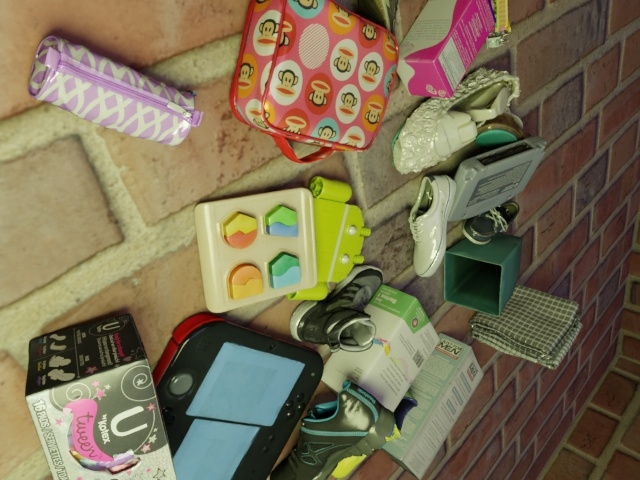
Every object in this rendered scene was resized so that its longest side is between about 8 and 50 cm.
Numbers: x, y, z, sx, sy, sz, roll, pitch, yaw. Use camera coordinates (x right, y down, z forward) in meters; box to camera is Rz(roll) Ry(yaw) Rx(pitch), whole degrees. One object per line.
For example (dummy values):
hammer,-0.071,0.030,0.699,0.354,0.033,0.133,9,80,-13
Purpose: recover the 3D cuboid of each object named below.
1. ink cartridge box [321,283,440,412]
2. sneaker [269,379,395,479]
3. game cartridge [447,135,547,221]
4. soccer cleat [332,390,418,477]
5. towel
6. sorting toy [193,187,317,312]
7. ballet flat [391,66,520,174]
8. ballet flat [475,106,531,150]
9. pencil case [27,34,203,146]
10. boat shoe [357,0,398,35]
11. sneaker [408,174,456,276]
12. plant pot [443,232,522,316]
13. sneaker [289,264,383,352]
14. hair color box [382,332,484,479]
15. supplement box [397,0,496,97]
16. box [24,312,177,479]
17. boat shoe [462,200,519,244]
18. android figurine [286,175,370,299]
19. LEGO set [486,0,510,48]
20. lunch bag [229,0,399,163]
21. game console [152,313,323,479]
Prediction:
ink cartridge box,0.147,0.281,1.205,0.278,0.117,0.201,-52,134,-18
sneaker,-0.003,0.425,1.070,0.341,0.139,0.125,-43,-176,18
game cartridge,0.449,-0.155,1.314,0.297,0.062,0.198,-21,149,-26
soccer cleat,0.136,0.487,1.270,0.289,0.121,0.093,-45,132,-24
towel,0.655,0.260,1.589,0.235,0.284,0.121,-37,127,-31
sorting toy,-0.102,0.016,0.860,0.208,0.038,0.193,-11,108,-25
ballet flat,0.331,-0.292,1.162,0.409,0.147,0.147,-42,131,-25
ballet flat,0.506,-0.299,1.365,0.342,0.116,0.124,11,77,-47
pencil case,-0.257,-0.184,0.641,0.206,0.088,0.086,11,95,-46
boat shoe,0.111,-0.435,0.922,0.073,0.080,0.223,-33,122,-26
sneaker,0.257,-0.038,1.230,0.091,0.094,0.258,6,97,-28
plant pot,0.485,0.073,1.445,0.234,0.166,0.165,-33,127,-42
sneaker,0.076,0.150,1.057,0.268,0.153,0.101,-30,125,-34
hair color box,0.324,0.483,1.466,0.374,0.113,0.185,-51,134,-18
supplement box,0.262,-0.424,1.056,0.220,0.111,0.114,-57,137,-12
box,-0.291,0.253,0.685,0.142,0.163,0.247,-16,111,-24
boat shoe,0.495,-0.057,1.426,0.254,0.095,0.079,-16,156,-42
android figurine,0.000,0.000,0.997,0.273,0.056,0.248,9,99,-45
LEGO set,0.367,-0.580,1.139,0.132,0.107,0.287,-69,148,-57
lunch bag,-0.004,-0.257,0.845,0.293,0.120,0.258,5,102,-47
game console,-0.174,0.330,0.944,0.386,0.060,0.342,32,82,-46
